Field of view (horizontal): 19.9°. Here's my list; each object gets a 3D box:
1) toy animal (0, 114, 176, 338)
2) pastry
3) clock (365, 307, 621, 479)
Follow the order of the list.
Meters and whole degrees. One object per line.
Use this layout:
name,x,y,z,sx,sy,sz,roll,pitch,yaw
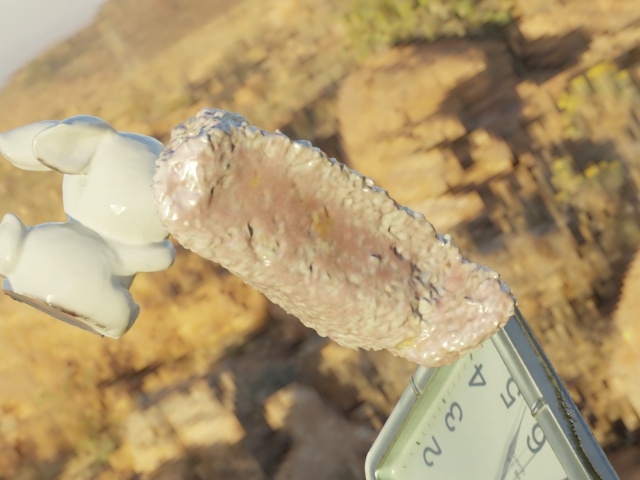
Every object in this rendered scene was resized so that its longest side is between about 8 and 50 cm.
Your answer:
toy animal,-0.220,-0.015,1.690,0.127,0.178,0.193,-2,73,66
pastry,-0.003,0.000,1.213,0.103,0.265,0.112,-61,23,-6
clock,0.150,0.217,1.545,0.049,0.273,0.279,-3,-41,-30
